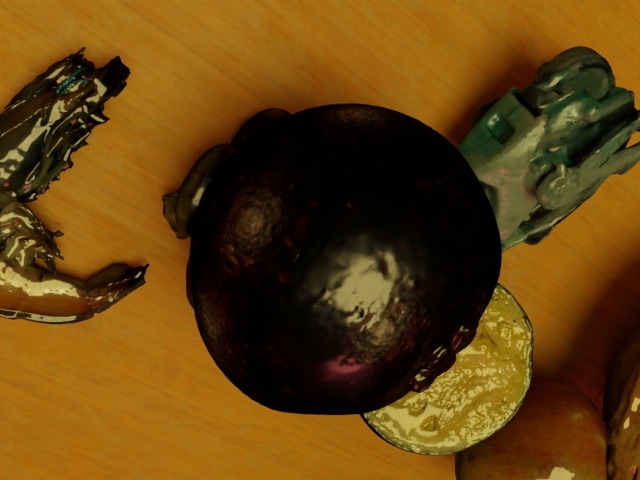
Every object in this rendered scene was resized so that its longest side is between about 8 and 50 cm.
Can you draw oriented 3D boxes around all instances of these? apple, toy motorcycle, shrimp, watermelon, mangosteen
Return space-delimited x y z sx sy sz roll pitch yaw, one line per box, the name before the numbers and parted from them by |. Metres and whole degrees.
apple | 0.257 0.265 0.918 0.196 0.196 0.196 -6 110 -16
toy motorcycle | 0.234 -0.083 0.817 0.260 0.154 0.206 -45 137 18
shrimp | -0.246 -0.035 0.722 0.222 0.054 0.290 37 98 -24
watermelon | 0.123 0.135 0.858 0.232 0.127 0.204 -19 89 -3
mangosteen | 0.014 0.003 0.688 0.297 0.313 0.297 -12 142 -9

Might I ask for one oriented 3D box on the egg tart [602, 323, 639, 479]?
egg tart | 0.523 0.205 0.980 0.443 0.178 0.443 -8 110 -23
